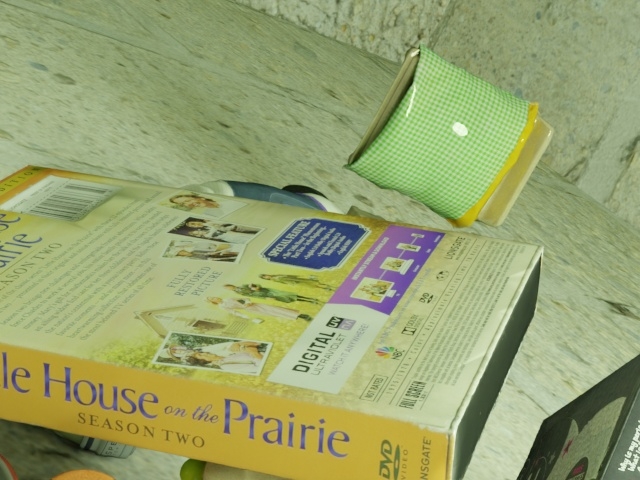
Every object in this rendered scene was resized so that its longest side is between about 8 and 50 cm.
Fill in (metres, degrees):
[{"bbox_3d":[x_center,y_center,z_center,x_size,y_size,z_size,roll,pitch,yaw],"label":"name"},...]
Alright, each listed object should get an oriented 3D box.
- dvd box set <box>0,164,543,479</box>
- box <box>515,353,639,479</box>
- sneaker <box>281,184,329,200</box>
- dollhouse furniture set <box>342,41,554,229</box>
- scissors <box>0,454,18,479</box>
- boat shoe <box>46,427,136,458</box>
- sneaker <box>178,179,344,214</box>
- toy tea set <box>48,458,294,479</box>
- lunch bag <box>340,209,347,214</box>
[{"bbox_3d":[-0.082,0.046,0.973,0.421,0.062,0.307,9,21,14],"label":"dvd box set"},{"bbox_3d":[0.224,0.200,1.027,0.142,0.163,0.247,28,-21,2],"label":"box"},{"bbox_3d":[-0.002,-0.019,1.766,0.170,0.051,0.089,38,14,24],"label":"sneaker"},{"bbox_3d":[0.132,-0.026,1.537,0.198,0.301,0.151,21,14,-30],"label":"dollhouse furniture set"},{"bbox_3d":[-0.201,0.189,0.801,0.109,0.021,0.297,21,15,-29],"label":"scissors"},{"bbox_3d":[-0.174,0.058,1.125,0.094,0.109,0.302,22,19,-13],"label":"boat shoe"},{"bbox_3d":[-0.036,0.053,1.371,0.236,0.130,0.323,1,33,-39],"label":"sneaker"},{"bbox_3d":[-0.026,0.237,0.851,0.336,0.124,0.200,35,46,14],"label":"toy tea set"},{"bbox_3d":[0.000,0.000,1.645,0.071,0.083,0.053,28,15,-3],"label":"lunch bag"}]
